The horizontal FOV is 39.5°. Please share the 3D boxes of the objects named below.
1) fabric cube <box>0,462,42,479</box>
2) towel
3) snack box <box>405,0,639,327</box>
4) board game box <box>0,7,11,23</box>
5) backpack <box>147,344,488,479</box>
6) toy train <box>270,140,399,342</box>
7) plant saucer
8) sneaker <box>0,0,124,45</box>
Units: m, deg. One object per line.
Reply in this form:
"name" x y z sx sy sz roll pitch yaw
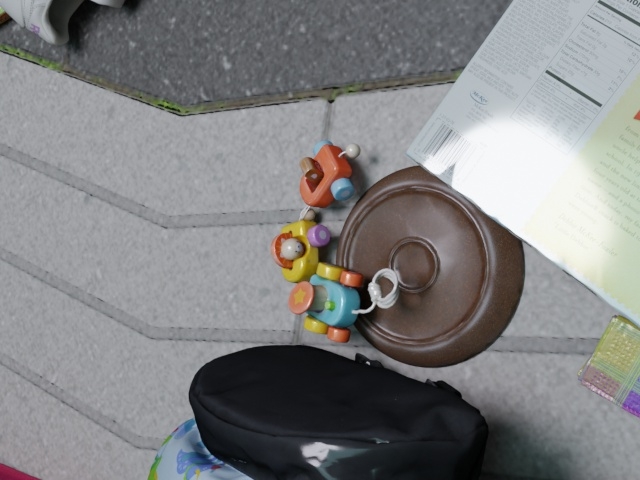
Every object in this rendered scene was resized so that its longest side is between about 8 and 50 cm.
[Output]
"fabric cube" -0.385 0.376 0.862 0.259 0.254 0.258 11 92 30
"towel" 0.235 0.097 0.647 0.083 0.009 0.060 30 103 26
"snack box" 0.237 -0.044 0.611 0.322 0.060 0.187 40 101 25
"board game box" -0.405 -0.363 0.982 0.124 0.039 0.259 -19 95 28
"backpack" -0.026 0.283 0.655 0.290 0.273 0.356 12 110 62
"toy train" 0.000 0.000 0.735 0.125 0.046 0.166 -49 46 36
"plant saucer" 0.080 0.021 0.729 0.168 0.029 0.168 0 90 30
"sneaker" -0.209 -0.324 0.877 0.305 0.114 0.152 -42 91 21
